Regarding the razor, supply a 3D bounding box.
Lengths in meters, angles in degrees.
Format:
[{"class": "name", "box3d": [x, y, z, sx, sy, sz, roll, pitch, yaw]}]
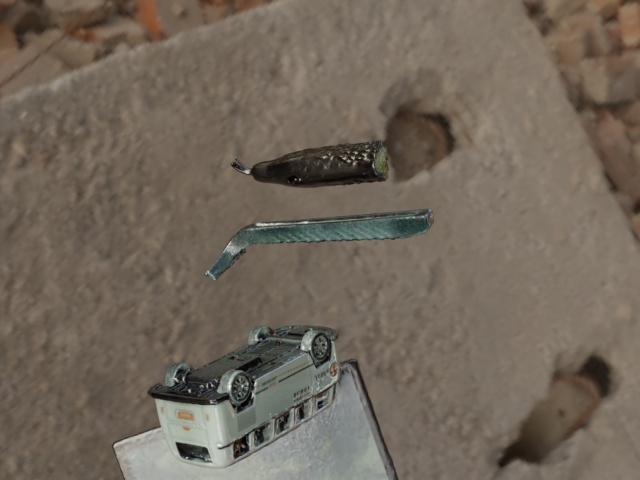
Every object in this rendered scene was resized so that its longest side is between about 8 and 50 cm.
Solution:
[{"class": "razor", "box3d": [-0.002, -0.006, 1.088, 0.066, 0.190, 0.033, -45, 122, -59]}]

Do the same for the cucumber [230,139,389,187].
[{"class": "cucumber", "box3d": [-0.011, -0.066, 1.288, 0.043, 0.163, 0.039, 64, 37, -28]}]

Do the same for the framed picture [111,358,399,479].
[{"class": "framed picture", "box3d": [-0.031, 0.319, 1.370, 0.016, 0.265, 0.347, -8, 80, -87]}]

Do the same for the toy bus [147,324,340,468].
[{"class": "toy bus", "box3d": [-0.057, 0.136, 1.233, 0.194, 0.087, 0.089, -24, 110, -49]}]
